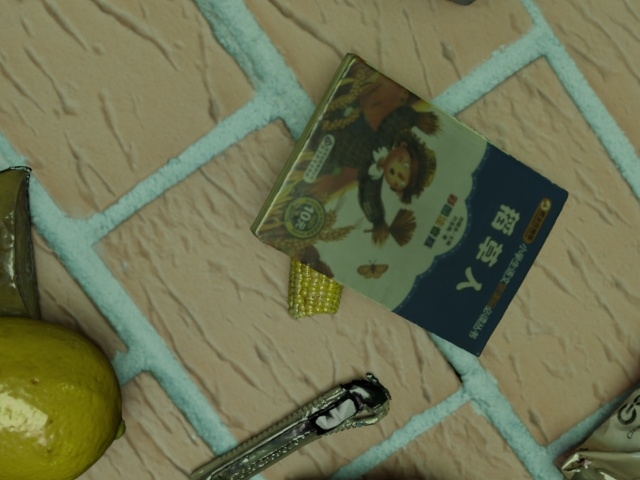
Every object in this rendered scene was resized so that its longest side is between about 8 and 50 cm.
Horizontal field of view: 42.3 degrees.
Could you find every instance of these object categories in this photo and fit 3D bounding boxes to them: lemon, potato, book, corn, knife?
[{"bbox_3d":[-0.437,0.234,1.205,0.319,0.245,0.245,22,96,-21],"label":"lemon"},{"bbox_3d":[-0.498,0.023,1.253,0.120,0.100,0.261,-4,98,-2],"label":"potato"},{"bbox_3d":[0.145,-0.042,1.243,0.427,0.039,0.300,28,90,-20],"label":"book"},{"bbox_3d":[0.000,0.000,1.275,0.093,0.093,0.244,6,98,-3],"label":"corn"},{"bbox_3d":[-0.052,0.329,1.343,0.365,0.043,0.089,-29,97,2],"label":"knife"}]

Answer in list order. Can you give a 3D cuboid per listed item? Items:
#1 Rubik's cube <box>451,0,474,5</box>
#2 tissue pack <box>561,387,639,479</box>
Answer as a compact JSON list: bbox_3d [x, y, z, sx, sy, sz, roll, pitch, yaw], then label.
[{"bbox_3d":[0.139,-0.530,1.095,0.318,0.322,0.316,19,95,-4],"label":"Rubik's cube"},{"bbox_3d":[0.628,0.347,1.299,0.390,0.195,0.376,37,99,-6],"label":"tissue pack"}]
